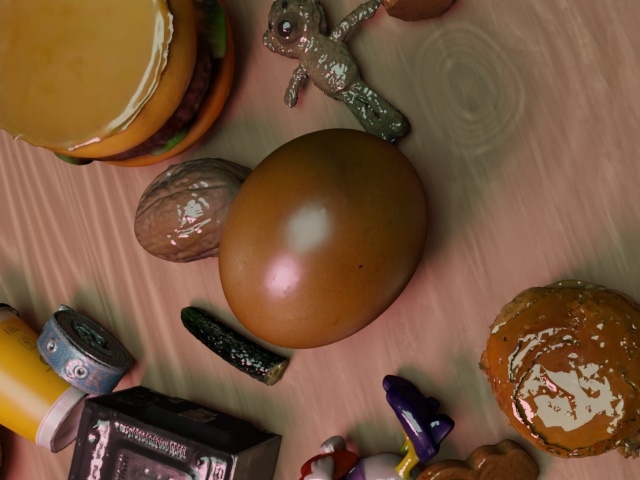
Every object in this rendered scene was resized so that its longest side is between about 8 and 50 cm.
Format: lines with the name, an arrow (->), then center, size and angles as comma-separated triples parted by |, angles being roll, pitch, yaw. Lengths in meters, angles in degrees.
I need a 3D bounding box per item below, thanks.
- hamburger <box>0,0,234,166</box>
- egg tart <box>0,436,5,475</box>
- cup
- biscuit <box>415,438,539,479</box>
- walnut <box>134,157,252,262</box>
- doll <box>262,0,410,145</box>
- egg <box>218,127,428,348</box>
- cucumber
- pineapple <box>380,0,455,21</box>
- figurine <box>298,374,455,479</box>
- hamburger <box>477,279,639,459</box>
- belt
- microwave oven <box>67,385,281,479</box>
hamburger -> -0.347, -0.306, 1.485 | 0.395, 0.277, 0.396 | 0, 90, 20
egg tart -> -0.696, 0.413, 1.712 | 0.288, 0.118, 0.288 | 0, 89, 21
cup -> -0.541, 0.246, 1.619 | 0.279, 0.196, 0.196 | 33, 102, 11
biscuit -> 0.185, 0.400, 1.314 | 0.295, 0.186, 0.044 | -41, 30, 4
walnut -> -0.205, -0.044, 1.480 | 0.230, 0.178, 0.178 | -17, 83, 24
doll -> 0.016, -0.265, 1.443 | 0.202, 0.091, 0.286 | -16, 93, 34
egg -> 0.000, 0.000, 1.332 | 0.282, 0.282, 0.351 | 43, 116, 18
cucumber -> -0.154, 0.171, 1.520 | 0.214, 0.052, 0.058 | 29, 80, 21
pineapple -> 0.138, -0.464, 1.374 | 0.128, 0.128, 0.248 | -10, 79, 23
figurine -> 0.052, 0.400, 1.381 | 0.193, 0.154, 0.421 | 44, 101, -2
hamburger -> 0.354, 0.173, 1.225 | 0.245, 0.211, 0.261 | -36, 71, 13
belt -> -0.410, 0.191, 1.583 | 0.163, 0.148, 0.082 | 33, 100, -9
microwave oven -> -0.249, 0.387, 1.488 | 0.295, 0.181, 0.238 | 15, 96, 23
